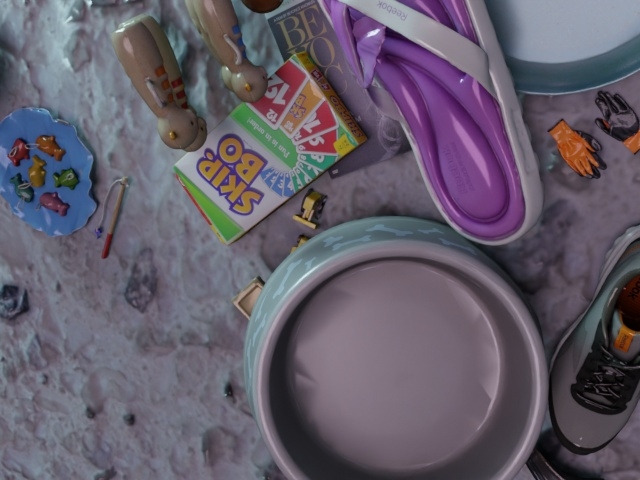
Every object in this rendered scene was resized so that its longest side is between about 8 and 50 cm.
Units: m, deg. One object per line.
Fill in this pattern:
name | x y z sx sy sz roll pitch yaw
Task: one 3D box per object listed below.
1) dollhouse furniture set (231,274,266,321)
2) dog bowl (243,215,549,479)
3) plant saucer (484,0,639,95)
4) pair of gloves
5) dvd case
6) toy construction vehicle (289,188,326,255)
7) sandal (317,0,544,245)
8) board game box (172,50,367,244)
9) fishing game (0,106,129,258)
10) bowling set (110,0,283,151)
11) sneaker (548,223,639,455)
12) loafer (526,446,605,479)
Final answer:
dollhouse furniture set | 0.018 0.080 0.974 0.161 0.101 0.182 -43 90 4
dog bowl | 0.083 0.147 0.872 0.349 0.102 0.348 0 94 0
plant saucer | 0.227 -0.301 0.771 0.318 0.044 0.317 7 109 21
pair of gloves | 0.285 -0.107 0.827 0.083 0.010 0.074 -37 90 28
dvd case | 0.042 -0.196 0.900 0.164 0.018 0.221 -18 99 28
toy construction vehicle | 0.000 0.000 0.973 0.086 0.035 0.098 29 116 13
sandal | 0.093 -0.172 0.793 0.169 0.102 0.416 -26 99 47
board game box | -0.075 -0.098 0.966 0.259 0.039 0.124 -35 89 36
fishing game | -0.387 -0.091 1.112 0.264 0.041 0.189 31 119 11
bowling set | -0.107 -0.194 0.871 0.200 0.287 0.154 -25 111 0
sneaker | 0.303 0.113 0.838 0.100 0.108 0.271 20 115 15
loafer | 0.305 0.295 0.930 0.170 0.062 0.061 45 96 1
